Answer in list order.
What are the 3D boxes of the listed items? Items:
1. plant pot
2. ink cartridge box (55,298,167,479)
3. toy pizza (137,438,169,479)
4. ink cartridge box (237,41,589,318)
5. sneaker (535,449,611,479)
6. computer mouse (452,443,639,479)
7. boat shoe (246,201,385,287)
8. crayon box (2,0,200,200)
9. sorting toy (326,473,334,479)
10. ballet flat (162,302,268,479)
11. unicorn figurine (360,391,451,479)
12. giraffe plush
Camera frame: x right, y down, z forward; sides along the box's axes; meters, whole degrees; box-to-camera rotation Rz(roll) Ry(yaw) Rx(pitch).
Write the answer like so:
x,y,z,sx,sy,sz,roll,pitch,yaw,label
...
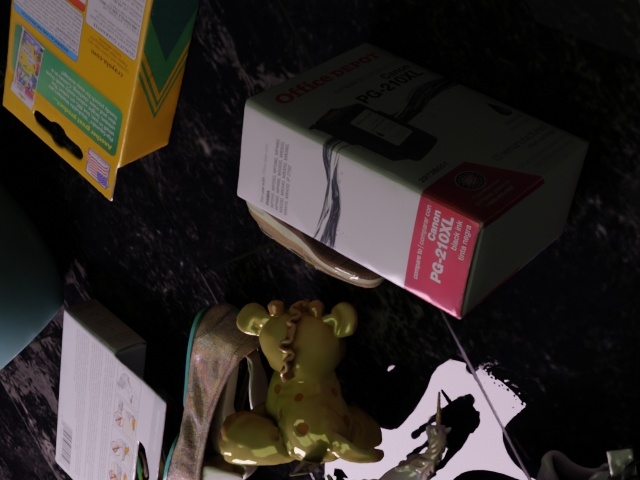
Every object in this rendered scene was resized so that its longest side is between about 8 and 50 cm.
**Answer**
x,y,z,sx,sy,sz,roll,pitch,yaw,label
-0.493,0.061,1.434,0.235,0.293,0.293,48,140,-14,plant pot
-0.274,0.254,1.451,0.239,0.060,0.275,33,125,35,ink cartridge box
-0.234,0.369,1.477,0.201,0.032,0.201,177,90,-71,toy pizza
0.072,-0.061,0.886,0.237,0.172,0.100,30,132,28,ink cartridge box
0.276,0.252,0.970,0.190,0.071,0.083,19,121,34,sneaker
0.197,0.278,0.968,0.272,0.072,0.189,-8,95,48,computer mouse
0.000,0.000,1.085,0.190,0.068,0.072,38,148,34,boat shoe
-0.243,-0.229,1.150,0.203,0.083,0.323,40,135,18,crayon box
0.032,0.322,1.285,0.083,0.012,0.062,42,137,15,sorting toy
-0.121,0.230,1.280,0.106,0.107,0.316,20,117,19,ballet flat
0.087,0.249,1.128,0.060,0.162,0.111,42,164,9,unicorn figurine
-0.021,0.147,1.126,0.210,0.181,0.171,154,113,-84,giraffe plush
